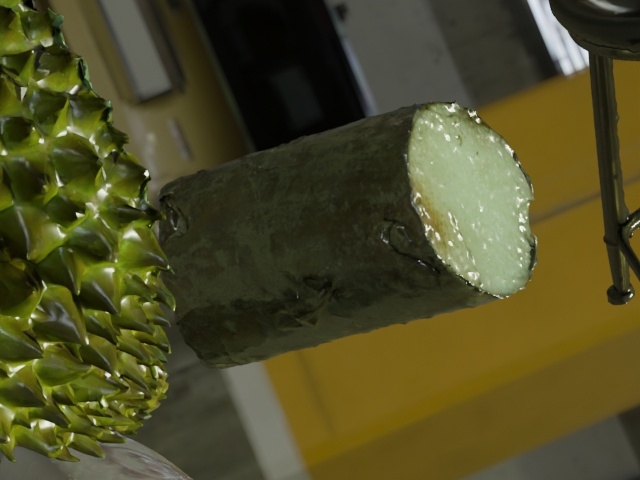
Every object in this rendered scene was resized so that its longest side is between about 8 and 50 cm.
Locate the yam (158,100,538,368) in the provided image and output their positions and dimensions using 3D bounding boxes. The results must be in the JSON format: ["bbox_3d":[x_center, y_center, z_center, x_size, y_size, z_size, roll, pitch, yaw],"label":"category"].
[{"bbox_3d":[0.000,0.000,1.444,0.168,0.304,0.168,31,51,-49],"label":"yam"}]

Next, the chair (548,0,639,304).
[{"bbox_3d":[0.411,-0.099,1.737,0.364,0.362,0.410,-106,172,-63],"label":"chair"}]

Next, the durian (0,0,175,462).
[{"bbox_3d":[-0.186,-0.039,0.844,0.352,0.158,0.169,56,-18,-12],"label":"durian"}]

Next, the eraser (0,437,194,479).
[{"bbox_3d":[-0.127,0.232,1.472,0.174,0.094,0.270,18,5,-32],"label":"eraser"}]
